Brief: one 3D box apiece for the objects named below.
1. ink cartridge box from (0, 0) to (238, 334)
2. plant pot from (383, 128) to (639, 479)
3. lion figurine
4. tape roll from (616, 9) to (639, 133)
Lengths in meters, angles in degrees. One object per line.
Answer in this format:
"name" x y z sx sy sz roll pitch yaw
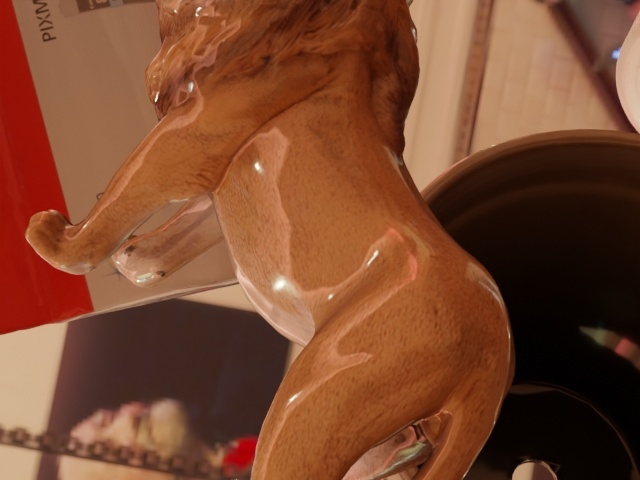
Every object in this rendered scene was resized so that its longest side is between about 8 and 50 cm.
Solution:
"ink cartridge box" -0.186 -0.096 1.145 0.091 0.385 0.308 -19 85 46
"plant pot" 0.172 0.129 0.960 0.280 0.323 0.323 101 180 -62
"lion figurine" 0.000 0.000 0.637 0.142 0.240 0.392 25 -149 -57
"tape roll" 0.444 -0.199 1.415 0.246 0.246 0.169 100 -162 -53
